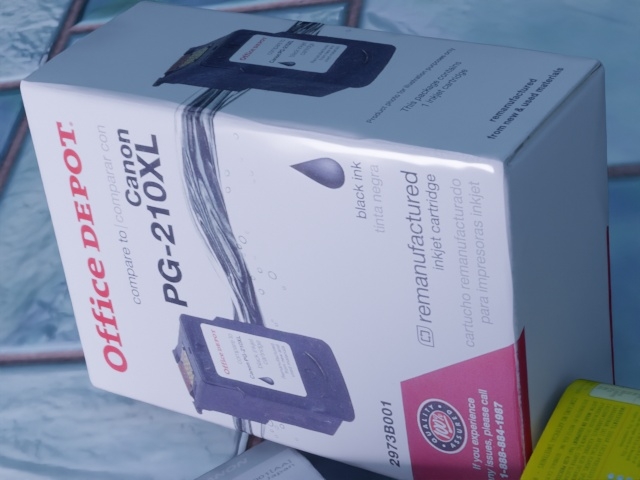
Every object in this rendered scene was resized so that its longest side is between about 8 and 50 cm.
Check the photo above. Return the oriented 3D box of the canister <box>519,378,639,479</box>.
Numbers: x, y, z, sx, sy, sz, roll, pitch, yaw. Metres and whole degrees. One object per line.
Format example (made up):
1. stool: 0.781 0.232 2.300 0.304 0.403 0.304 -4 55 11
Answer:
1. canister: 0.160 0.119 0.592 0.170 0.073 0.126 9 48 30

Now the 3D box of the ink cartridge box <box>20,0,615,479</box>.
1. ink cartridge box: 0.000 0.000 0.695 0.237 0.172 0.100 12 36 30

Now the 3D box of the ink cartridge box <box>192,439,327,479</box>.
1. ink cartridge box: -0.089 0.192 0.610 0.275 0.060 0.239 -28 14 -11
